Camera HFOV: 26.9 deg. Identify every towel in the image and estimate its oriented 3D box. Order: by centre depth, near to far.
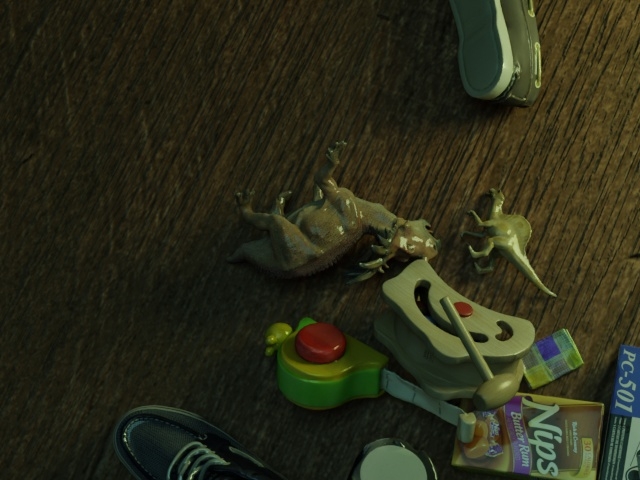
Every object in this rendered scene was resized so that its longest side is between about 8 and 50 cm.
[{"bbox_3d":[0.305,0.159,1.797,0.083,0.009,0.060,-25,67,4],"label":"towel"}]

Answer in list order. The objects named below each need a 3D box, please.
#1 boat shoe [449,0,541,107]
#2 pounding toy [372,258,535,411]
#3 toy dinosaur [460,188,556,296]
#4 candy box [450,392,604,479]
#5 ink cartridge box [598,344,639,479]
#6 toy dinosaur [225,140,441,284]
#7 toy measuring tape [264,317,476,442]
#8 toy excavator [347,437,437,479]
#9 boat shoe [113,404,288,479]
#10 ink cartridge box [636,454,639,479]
[{"bbox_3d":[0.258,-0.342,1.939,0.116,0.097,0.324,-30,55,46],"label":"boat shoe"},{"bbox_3d":[0.193,0.106,1.733,0.154,0.155,0.269,-15,43,-30],"label":"pounding toy"},{"bbox_3d":[0.251,0.007,1.840,0.093,0.053,0.183,-25,67,2],"label":"toy dinosaur"},{"bbox_3d":[0.271,0.257,1.748,0.187,0.053,0.109,6,72,14],"label":"candy box"},{"bbox_3d":[0.418,0.244,1.721,0.097,0.046,0.207,8,73,15],"label":"ink cartridge box"},{"bbox_3d":[0.000,0.000,1.869,0.296,0.127,0.200,-25,74,9],"label":"toy dinosaur"},{"bbox_3d":[0.044,0.197,1.771,0.330,0.121,0.121,28,79,31],"label":"toy measuring tape"},{"bbox_3d":[0.145,0.515,1.551,0.445,0.222,0.433,29,56,11],"label":"toy excavator"},{"bbox_3d":[-0.148,0.307,1.770,0.340,0.158,0.127,24,78,19],"label":"boat shoe"},{"bbox_3d":[0.467,0.352,1.587,0.087,0.153,0.208,-2,81,-29],"label":"ink cartridge box"}]
